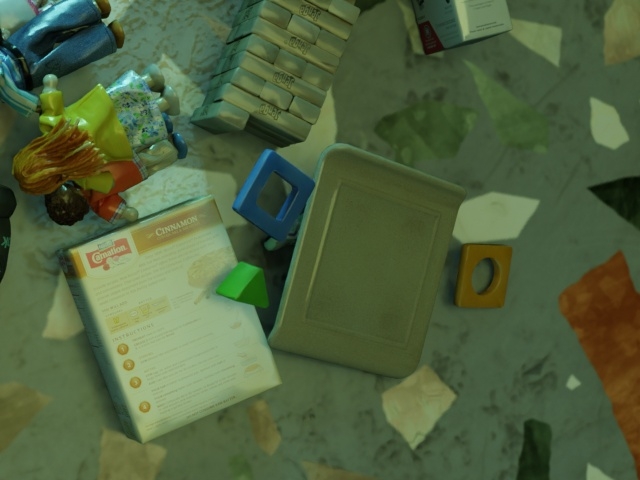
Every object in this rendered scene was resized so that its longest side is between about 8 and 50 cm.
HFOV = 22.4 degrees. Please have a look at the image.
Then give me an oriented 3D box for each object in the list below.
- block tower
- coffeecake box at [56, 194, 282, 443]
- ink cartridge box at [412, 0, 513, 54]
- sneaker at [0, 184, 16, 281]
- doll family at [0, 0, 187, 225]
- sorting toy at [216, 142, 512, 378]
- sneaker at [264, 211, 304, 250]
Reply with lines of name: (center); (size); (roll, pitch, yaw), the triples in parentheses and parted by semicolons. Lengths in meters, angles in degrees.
block tower: (-0.007, -0.244, 1.504); (0.097, 0.091, 0.335); (26, 81, -17)
coffeecake box: (-0.137, 0.069, 1.462); (0.142, 0.068, 0.185); (-22, 96, -19)
ink cartridge box: (0.125, -0.254, 1.547); (0.056, 0.099, 0.135); (-16, 93, -18)
sneaker: (-0.389, -0.002, 1.357); (0.267, 0.101, 0.106); (2, 90, -19)
doll family: (-0.231, -0.131, 1.387); (0.163, 0.118, 0.263); (-34, 88, -22)
sorting toy: (0.040, 0.021, 1.510); (0.348, 0.047, 0.196); (18, 90, -39)
sneaker: (0.000, 0.000, 1.529); (0.098, 0.038, 0.069); (-34, 99, -17)
